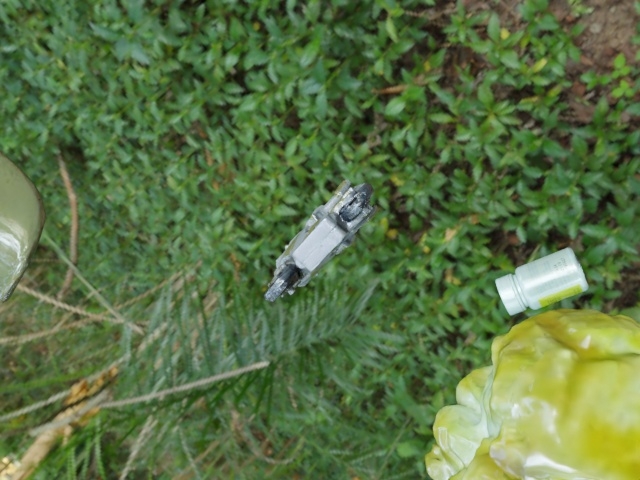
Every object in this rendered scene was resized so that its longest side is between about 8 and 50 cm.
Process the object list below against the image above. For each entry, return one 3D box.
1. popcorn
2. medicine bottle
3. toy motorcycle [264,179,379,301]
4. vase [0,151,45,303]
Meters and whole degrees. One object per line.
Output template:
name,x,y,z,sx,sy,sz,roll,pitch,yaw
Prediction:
popcorn,0.184,0.161,0.535,0.204,0.221,0.183,35,172,-5
medicine bottle,0.224,0.043,0.766,0.083,0.047,0.047,-25,119,17
toy motorcycle,0.000,0.000,1.128,0.073,0.225,0.152,42,-174,-2
vase,-0.492,-0.066,0.773,0.329,0.302,0.241,54,124,21
